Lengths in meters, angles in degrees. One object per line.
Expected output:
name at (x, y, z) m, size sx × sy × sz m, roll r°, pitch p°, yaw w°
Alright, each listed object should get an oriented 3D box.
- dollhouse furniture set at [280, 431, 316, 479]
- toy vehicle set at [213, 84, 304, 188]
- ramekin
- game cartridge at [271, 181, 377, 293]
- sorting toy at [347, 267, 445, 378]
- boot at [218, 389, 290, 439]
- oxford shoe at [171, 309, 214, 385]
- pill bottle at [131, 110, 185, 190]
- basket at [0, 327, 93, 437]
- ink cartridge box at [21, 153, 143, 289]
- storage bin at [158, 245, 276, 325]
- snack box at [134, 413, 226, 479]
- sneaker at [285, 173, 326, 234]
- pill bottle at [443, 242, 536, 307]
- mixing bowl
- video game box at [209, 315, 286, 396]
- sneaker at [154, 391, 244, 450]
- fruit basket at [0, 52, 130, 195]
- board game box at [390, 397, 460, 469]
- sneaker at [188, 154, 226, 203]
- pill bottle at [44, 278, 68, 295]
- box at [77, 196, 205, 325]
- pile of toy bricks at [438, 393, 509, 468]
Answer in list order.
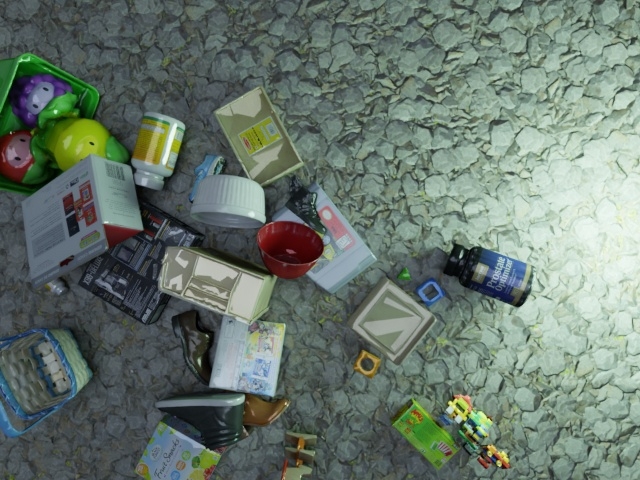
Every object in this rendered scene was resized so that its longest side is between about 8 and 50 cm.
dollhouse furniture set at (-0.102, 0.703, 1.132) m, size 0.135 × 0.262 × 0.259 m, roll 7°, pitch 122°, yaw 5°
toy vehicle set at (-0.182, -0.302, 1.233) m, size 0.166 × 0.035 × 0.267 m, roll -28°, pitch 88°, yaw 3°
ramekin at (-0.252, -0.106, 1.157) m, size 0.207 × 0.207 × 0.109 m, roll 3°, pitch 81°, yaw 3°
game cartridge at (0.000, 0.000, 1.217) m, size 0.196 × 0.060 × 0.294 m, roll -39°, pitch 88°, yaw 6°
sorting toy at (0.203, 0.234, 1.209) m, size 0.196 × 0.047 × 0.347 m, roll 39°, pitch 91°, yaw 7°
boot at (-0.201, 0.473, 1.217) m, size 0.197 × 0.073 × 0.152 m, roll -32°, pitch 84°, yaw 0°
oxford shoe at (-0.352, 0.313, 1.219) m, size 0.096 × 0.083 × 0.227 m, roll -22°, pitch 90°, yaw -2°
pill bottle at (-0.477, -0.255, 1.208) m, size 0.118 × 0.117 × 0.208 m, roll 16°, pitch 91°, yaw 3°
basket at (-0.787, 0.371, 1.135) m, size 0.201 × 0.289 × 0.254 m, roll -28°, pitch 85°, yaw -3°
ink cartridge box at (-0.651, -0.037, 1.138) m, size 0.309 × 0.130 × 0.272 m, roll -23°, pitch 74°, yaw 22°
storage bin at (-0.263, 0.106, 1.124) m, size 0.260 × 0.262 × 0.123 m, roll 20°, pitch 90°, yaw 3°
snack box at (-0.410, 0.643, 1.226) m, size 0.207 × 0.070 × 0.174 m, roll 27°, pitch 92°, yaw 4°
sneaker at (-0.032, -0.100, 1.167) m, size 0.170 × 0.051 × 0.089 m, roll 39°, pitch 97°, yaw 6°
pill bottle at (0.461, 0.089, 1.148) m, size 0.219 × 0.123 × 0.123 m, roll 21°, pitch 91°, yaw 16°
mixing bowl at (-0.087, 0.038, 1.128) m, size 0.181 × 0.181 × 0.098 m, roll 17°, pitch 128°, yaw 3°
video game box at (-0.207, 0.332, 1.206) m, size 0.187 × 0.048 × 0.205 m, roll 8°, pitch 75°, yaw 5°
sneaker at (-0.346, 0.514, 1.178) m, size 0.296 × 0.104 × 0.147 m, roll -7°, pitch 83°, yaw 20°
fruit basket at (-0.747, -0.288, 1.166) m, size 0.392 × 0.283 × 0.392 m, roll -2°, pitch 83°, yaw 19°
board game box at (0.302, 0.558, 1.203) m, size 0.181 × 0.043 × 0.092 m, roll 44°, pitch 91°, yaw 2°
sneaker at (-0.347, -0.183, 1.239) m, size 0.073 × 0.063 × 0.162 m, roll 28°, pitch 87°, yaw 20°
pill bottle at (-0.809, 0.130, 1.260) m, size 0.083 × 0.043 × 0.043 m, roll 40°, pitch 92°, yaw 2°
box at (-0.527, 0.058, 1.230) m, size 0.242 × 0.076 × 0.307 m, roll 29°, pitch 91°, yaw 3°
pile of toy bricks at (0.445, 0.531, 1.179) m, size 0.105 × 0.118 × 0.212 m, roll -36°, pitch 70°, yaw -25°
